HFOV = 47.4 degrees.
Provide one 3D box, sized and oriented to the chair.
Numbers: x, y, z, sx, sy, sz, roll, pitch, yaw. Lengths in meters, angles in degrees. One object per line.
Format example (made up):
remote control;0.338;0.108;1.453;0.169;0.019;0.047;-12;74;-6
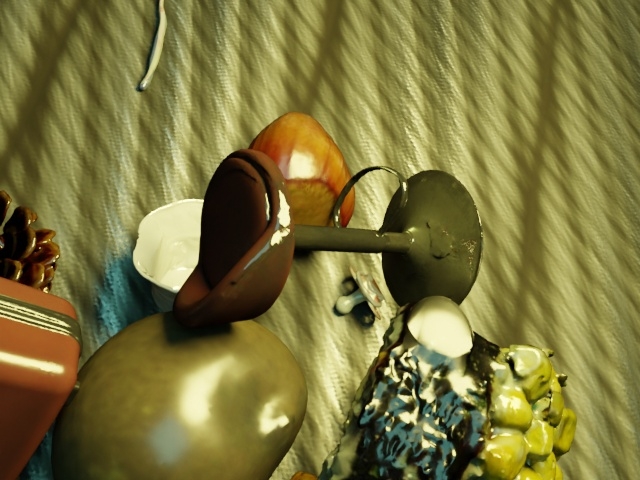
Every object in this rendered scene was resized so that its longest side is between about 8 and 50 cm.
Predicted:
chair;0.000;0.000;0.976;0.401;0.226;0.227;1;66;-34

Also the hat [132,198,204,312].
hat;-0.182;0.047;1.088;0.203;0.126;0.203;9;46;-10

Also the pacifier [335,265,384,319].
pacifier;0.058;0.091;1.174;0.078;0.081;0.099;-29;75;7

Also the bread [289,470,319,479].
bread;0.021;0.383;1.052;0.157;0.044;0.052;25;38;-1

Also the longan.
longan;-0.178;0.229;0.950;0.350;0.288;0.288;-32;78;-37

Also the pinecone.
pinecone;-0.496;0.027;0.957;0.246;0.292;0.246;-13;62;26

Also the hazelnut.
hazelnut;-0.043;-0.092;1.174;0.186;0.210;0.210;-39;79;7

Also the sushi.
sushi;0.160;0.280;0.922;0.285;0.328;0.329;26;54;9

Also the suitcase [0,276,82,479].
suitcase;-0.435;0.182;0.847;0.236;0.297;0.161;23;25;-31

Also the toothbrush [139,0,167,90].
toothbrush;-0.290;-0.381;1.312;0.027;0.021;0.269;9;67;-3
